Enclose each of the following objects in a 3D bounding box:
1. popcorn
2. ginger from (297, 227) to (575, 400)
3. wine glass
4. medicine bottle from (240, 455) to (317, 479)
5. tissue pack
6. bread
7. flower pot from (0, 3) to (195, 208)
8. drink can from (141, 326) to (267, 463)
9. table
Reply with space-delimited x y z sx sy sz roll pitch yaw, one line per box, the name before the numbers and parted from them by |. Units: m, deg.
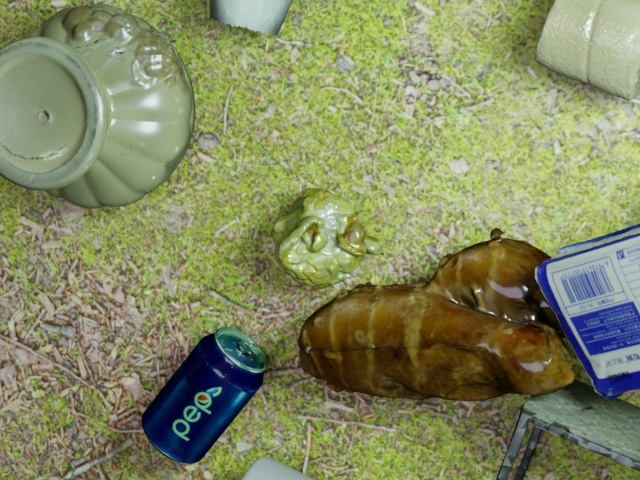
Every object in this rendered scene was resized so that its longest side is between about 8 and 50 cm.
popcorn | 0.000 0.000 1.981 0.141 0.162 0.136 58 150 28
ginger | 0.165 0.108 1.899 0.418 0.254 0.176 -8 136 32
wine glass | -0.083 -0.415 1.942 0.126 0.126 0.241 18 101 17
medicine bottle | -0.007 0.430 2.030 0.252 0.144 0.145 22 105 17
tissue pack | 0.431 0.066 1.695 0.269 0.137 0.209 -23 101 45
bread | 0.369 -0.266 1.780 0.141 0.148 0.134 25 125 15
flower pot | -0.350 -0.192 2.012 0.307 0.244 0.308 3 100 19
drink can | -0.174 0.233 2.076 0.118 0.118 0.205 42 111 10
table | 0.397 0.381 1.829 0.335 0.222 0.272 23 104 17
